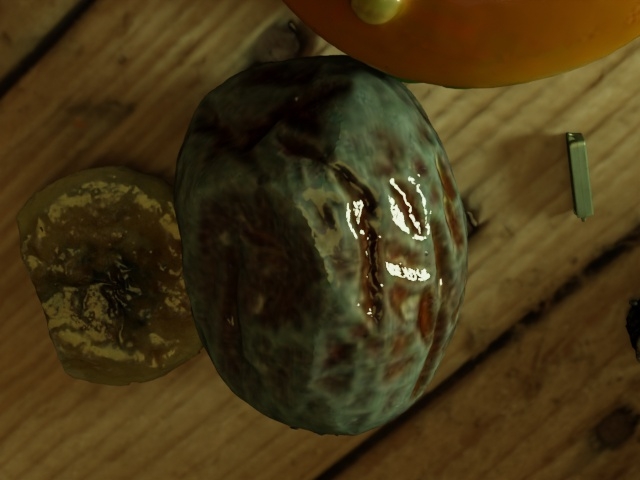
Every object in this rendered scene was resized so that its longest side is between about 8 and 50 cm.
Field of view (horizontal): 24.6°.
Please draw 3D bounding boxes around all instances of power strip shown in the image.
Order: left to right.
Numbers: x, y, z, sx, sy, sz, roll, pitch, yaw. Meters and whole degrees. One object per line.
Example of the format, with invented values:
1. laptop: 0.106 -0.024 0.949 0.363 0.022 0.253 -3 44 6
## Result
1. power strip: 0.226 -0.055 1.284 0.017 0.027 0.083 -9 112 7

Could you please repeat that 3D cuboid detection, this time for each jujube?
1. jujube: 0.003 -0.005 1.214 0.246 0.215 0.308 26 130 29

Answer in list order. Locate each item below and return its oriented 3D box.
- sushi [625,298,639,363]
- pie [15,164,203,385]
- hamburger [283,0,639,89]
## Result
1. sushi: 0.344 0.063 1.294 0.150 0.078 0.090 -38 104 15
2. pie: -0.173 0.030 1.333 0.185 0.052 0.218 -17 111 5
3. hamburger: 0.122 -0.294 1.066 0.395 0.277 0.396 2 111 5
